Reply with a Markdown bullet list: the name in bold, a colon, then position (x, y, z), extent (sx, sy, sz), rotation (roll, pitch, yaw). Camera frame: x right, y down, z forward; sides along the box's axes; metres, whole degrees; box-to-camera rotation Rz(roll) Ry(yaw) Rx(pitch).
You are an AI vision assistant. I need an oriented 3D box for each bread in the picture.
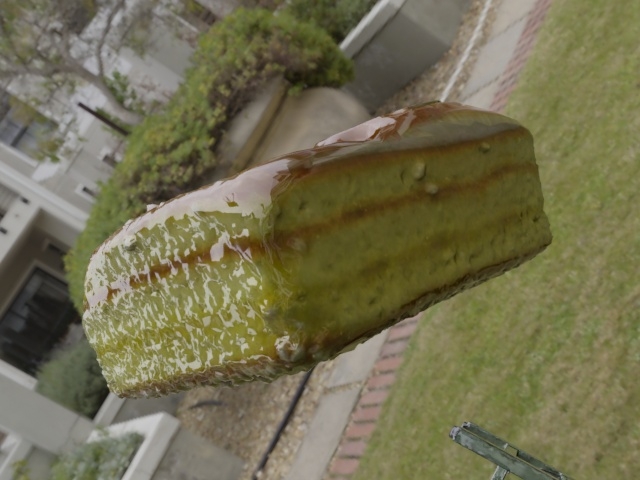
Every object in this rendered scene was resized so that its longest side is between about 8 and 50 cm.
- **bread**: position (0.000, 0.000, 0.462), extent (0.184, 0.110, 0.234), rotation (-18, 2, 44)

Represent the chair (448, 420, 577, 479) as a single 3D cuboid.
- **chair**: position (0.224, 0.294, 0.748), extent (0.136, 0.271, 0.147), rotation (-63, -18, -4)
